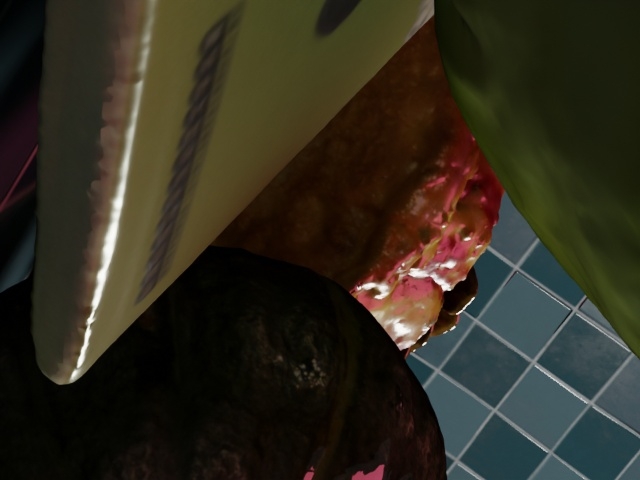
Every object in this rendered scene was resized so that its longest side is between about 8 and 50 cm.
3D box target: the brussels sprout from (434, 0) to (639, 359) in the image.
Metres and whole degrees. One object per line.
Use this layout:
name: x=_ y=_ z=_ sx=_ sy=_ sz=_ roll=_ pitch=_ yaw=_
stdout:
brussels sprout: x=0.166 y=-0.092 z=0.414 sx=0.344 sy=0.268 sz=0.344 roll=-36 pitch=132 yaw=-54

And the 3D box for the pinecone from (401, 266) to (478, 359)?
pinecone: x=0.000 y=0.000 z=1.140 sx=0.207 sy=0.208 sz=0.208 roll=-54 pitch=179 yaw=-1

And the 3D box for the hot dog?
hot dog: x=-0.001 y=-0.023 z=0.782 sx=0.256 sy=0.153 sz=0.150 roll=-54 pitch=179 yaw=-3

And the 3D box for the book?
book: x=0.041 y=-0.135 z=0.486 sx=0.352 sy=0.035 sz=0.239 roll=-50 pitch=166 yaw=-35

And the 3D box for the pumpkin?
pumpkin: x=-0.057 y=0.105 z=0.661 sx=0.223 sy=0.224 sz=0.157 roll=-55 pitch=-155 yaw=28
